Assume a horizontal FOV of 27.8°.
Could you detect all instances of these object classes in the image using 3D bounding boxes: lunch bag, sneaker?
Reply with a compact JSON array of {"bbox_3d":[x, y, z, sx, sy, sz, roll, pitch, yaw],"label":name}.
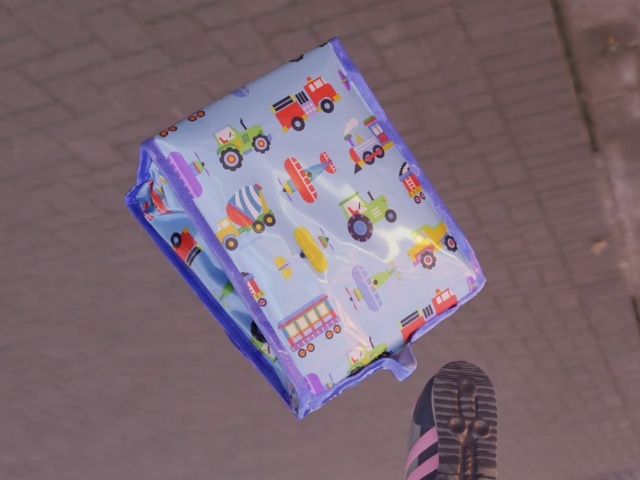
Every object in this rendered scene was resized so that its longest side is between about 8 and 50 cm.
[{"bbox_3d":[0.000,0.000,1.177,0.221,0.293,0.138,-32,169,-25],"label":"lunch bag"},{"bbox_3d":[0.155,0.318,1.614,0.112,0.319,0.131,17,152,-9],"label":"sneaker"}]
